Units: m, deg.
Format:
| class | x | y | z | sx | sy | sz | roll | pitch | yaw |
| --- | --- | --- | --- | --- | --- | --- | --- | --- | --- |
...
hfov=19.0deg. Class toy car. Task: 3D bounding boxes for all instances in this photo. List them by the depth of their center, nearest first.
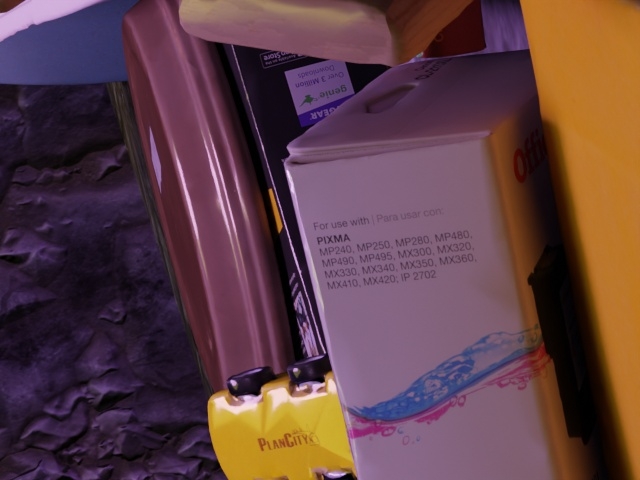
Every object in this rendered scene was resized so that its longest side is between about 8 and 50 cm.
| class | x | y | z | sx | sy | sz | roll | pitch | yaw |
| --- | --- | --- | --- | --- | --- | --- | --- | --- | --- |
| toy car | 0.058 | 0.050 | 0.790 | 0.239 | 0.053 | 0.225 | 28 | 123 | 34 |

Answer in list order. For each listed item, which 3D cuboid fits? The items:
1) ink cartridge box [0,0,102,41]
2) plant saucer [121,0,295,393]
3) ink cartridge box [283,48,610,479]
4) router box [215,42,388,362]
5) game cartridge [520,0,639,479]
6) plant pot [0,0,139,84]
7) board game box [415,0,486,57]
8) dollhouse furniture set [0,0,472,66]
| class | x | y | z | sx | sy | sz | roll | pitch | yaw |
| --- | --- | --- | --- | --- | --- | --- | --- | --- | --- |
| ink cartridge box | -0.133 | -0.279 | 1.014 | 0.385 | 0.091 | 0.308 | -10 | 97 | 60 |
| plant saucer | -0.068 | -0.020 | 1.112 | 0.278 | 0.041 | 0.278 | 165 | 90 | -83 |
| ink cartridge box | 0.058 | 0.033 | 0.648 | 0.127 | 0.072 | 0.175 | -43 | -57 | -62 |
| router box | 0.000 | 0.000 | 1.115 | 0.309 | 0.081 | 0.243 | 113 | 142 | -77 |
| game cartridge | 0.142 | 0.093 | 0.490 | 0.285 | 0.052 | 0.324 | -126 | 20 | -67 |
| plant pot | -0.158 | -0.205 | 1.257 | 0.166 | 0.234 | 0.165 | 89 | 163 | -58 |
| board game box | 0.016 | -0.210 | 0.697 | 0.145 | 0.027 | 0.281 | -141 | 44 | -77 |
| dollhouse furniture set | -0.099 | -0.287 | 0.567 | 0.256 | 0.394 | 0.362 | -47 | -43 | -47 |
